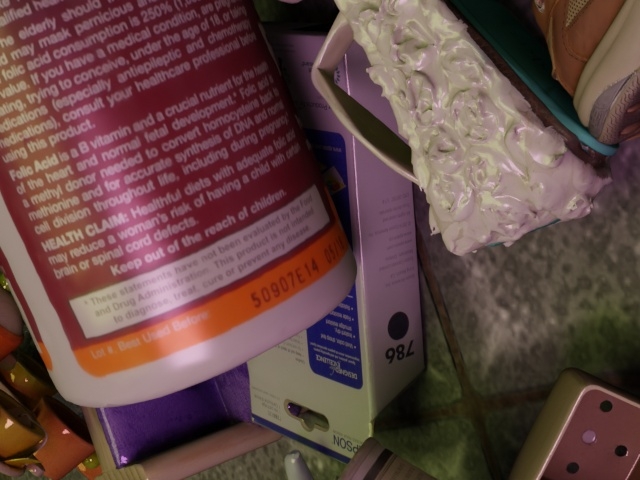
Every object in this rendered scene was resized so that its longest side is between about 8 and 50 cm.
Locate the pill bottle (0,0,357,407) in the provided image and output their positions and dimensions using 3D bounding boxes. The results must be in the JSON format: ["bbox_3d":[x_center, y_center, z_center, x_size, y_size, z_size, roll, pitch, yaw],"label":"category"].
[{"bbox_3d":[-0.144,-0.111,0.832,0.224,0.224,0.392,-7,108,53],"label":"pill bottle"}]

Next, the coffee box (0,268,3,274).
[{"bbox_3d":[-0.472,-0.125,1.316,0.334,0.338,0.338,18,117,49],"label":"coffee box"}]

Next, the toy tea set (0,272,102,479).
[{"bbox_3d":[-0.262,0.133,1.217,0.200,0.124,0.336,42,178,21],"label":"toy tea set"}]

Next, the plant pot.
[{"bbox_3d":[0.170,0.135,0.747,0.096,0.109,0.109,-97,32,-77],"label":"plant pot"}]

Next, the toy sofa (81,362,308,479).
[{"bbox_3d":[-0.160,0.030,1.126,0.177,0.150,0.363,-25,83,55],"label":"toy sofa"}]

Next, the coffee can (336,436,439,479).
[{"bbox_3d":[0.097,0.273,0.753,0.275,0.201,0.202,30,131,9],"label":"coffee can"}]

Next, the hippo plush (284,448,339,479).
[{"bbox_3d":[0.051,0.363,0.981,0.236,0.234,0.294,19,77,29],"label":"hippo plush"}]

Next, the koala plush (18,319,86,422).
[{"bbox_3d":[-0.355,0.127,1.432,0.221,0.203,0.196,-135,50,-64],"label":"koala plush"}]

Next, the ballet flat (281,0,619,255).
[{"bbox_3d":[0.025,-0.164,0.796,0.409,0.147,0.147,59,141,19],"label":"ballet flat"}]

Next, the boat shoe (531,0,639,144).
[{"bbox_3d":[0.192,-0.189,0.609,0.116,0.123,0.324,56,139,26],"label":"boat shoe"}]

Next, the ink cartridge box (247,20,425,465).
[{"bbox_3d":[0.000,0.000,0.978,0.165,0.065,0.333,15,114,49],"label":"ink cartridge box"}]
